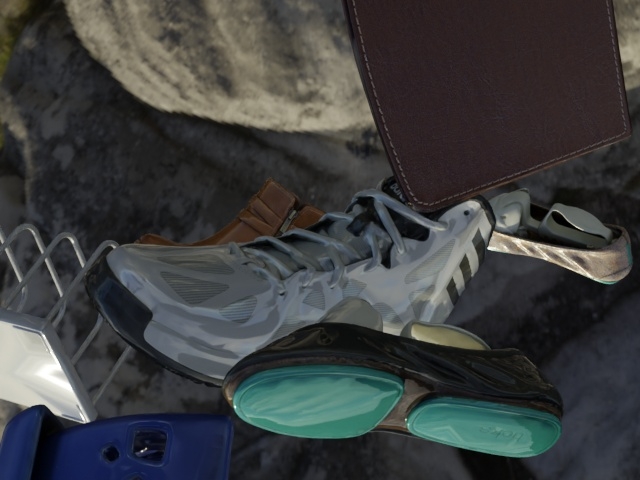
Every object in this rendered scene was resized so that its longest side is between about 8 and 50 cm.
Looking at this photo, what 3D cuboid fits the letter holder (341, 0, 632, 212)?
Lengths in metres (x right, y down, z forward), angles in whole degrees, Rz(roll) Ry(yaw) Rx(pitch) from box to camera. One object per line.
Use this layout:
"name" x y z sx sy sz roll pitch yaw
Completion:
"letter holder" 0.087 -0.198 0.803 0.214 0.152 0.302 -21 110 -19

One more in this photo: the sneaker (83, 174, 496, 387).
"sneaker" 0.000 -0.001 1.013 0.447 0.169 0.258 11 118 -49

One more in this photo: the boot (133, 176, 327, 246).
"boot" -0.133 -0.003 1.666 0.283 0.109 0.220 28 97 3

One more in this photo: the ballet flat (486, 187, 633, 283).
"ballet flat" 0.357 -0.028 1.713 0.315 0.108 0.106 16 141 22

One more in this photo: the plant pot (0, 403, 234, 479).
"plant pot" -0.200 0.283 0.997 0.212 0.236 0.236 8 159 -2

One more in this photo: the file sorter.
"file sorter" -0.397 0.086 1.359 0.277 0.173 0.193 11 139 21

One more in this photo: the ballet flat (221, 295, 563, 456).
"ballet flat" 0.052 0.100 0.774 0.280 0.096 0.095 15 130 -27
